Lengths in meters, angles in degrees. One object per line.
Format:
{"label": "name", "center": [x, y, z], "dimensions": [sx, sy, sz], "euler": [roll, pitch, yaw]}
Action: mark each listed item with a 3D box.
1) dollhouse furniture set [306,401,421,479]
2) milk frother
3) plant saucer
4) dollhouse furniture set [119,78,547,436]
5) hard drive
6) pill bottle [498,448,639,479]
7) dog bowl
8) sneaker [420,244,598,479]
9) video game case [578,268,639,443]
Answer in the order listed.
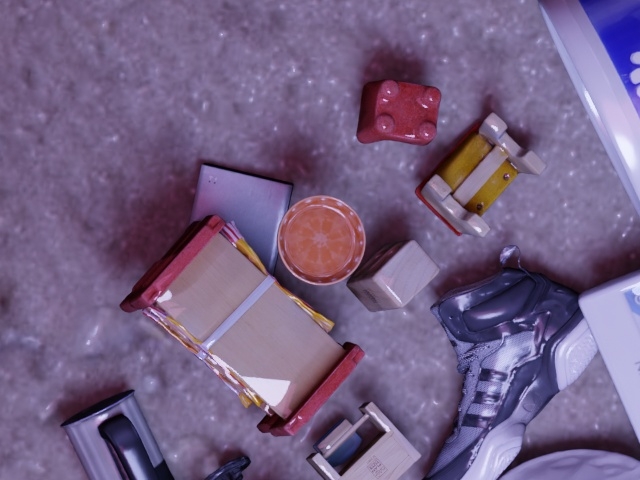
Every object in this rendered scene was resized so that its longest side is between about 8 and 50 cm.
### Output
{"label": "dollhouse furniture set", "center": [0.017, 0.272, 1.988], "dimensions": [0.183, 0.129, 0.129], "euler": [-43, 92, -12]}
{"label": "milk frother", "center": [-0.164, 0.213, 2.011], "dimensions": [0.143, 0.129, 0.135], "euler": [-29, 96, -34]}
{"label": "plant saucer", "center": [0.000, 0.000, 1.841], "dimensions": [0.083, 0.013, 0.084], "euler": [1, 87, -13]}
{"label": "dollhouse furniture set", "center": [0.010, -0.006, 1.930], "dimensions": [0.201, 0.152, 0.374], "euler": [45, 79, -7]}
{"label": "hard drive", "center": [-0.087, -0.002, 1.999], "dimensions": [0.094, 0.022, 0.135], "euler": [13, 100, 4]}
{"label": "pill bottle", "center": [0.264, 0.370, 1.931], "dimensions": [0.169, 0.169, 0.302], "euler": [-9, 110, 7]}
{"label": "dog bowl", "center": [0.301, -0.126, 1.818], "dimensions": [0.104, 0.265, 0.265], "euler": [-26, 95, 7]}
{"label": "sneaker", "center": [0.152, 0.133, 1.958], "dimensions": [0.153, 0.101, 0.268], "euler": [39, 94, 0]}
{"label": "video game case", "center": [0.449, 0.128, 1.858], "dimensions": [0.329, 0.036, 0.300], "euler": [-22, 98, 17]}
